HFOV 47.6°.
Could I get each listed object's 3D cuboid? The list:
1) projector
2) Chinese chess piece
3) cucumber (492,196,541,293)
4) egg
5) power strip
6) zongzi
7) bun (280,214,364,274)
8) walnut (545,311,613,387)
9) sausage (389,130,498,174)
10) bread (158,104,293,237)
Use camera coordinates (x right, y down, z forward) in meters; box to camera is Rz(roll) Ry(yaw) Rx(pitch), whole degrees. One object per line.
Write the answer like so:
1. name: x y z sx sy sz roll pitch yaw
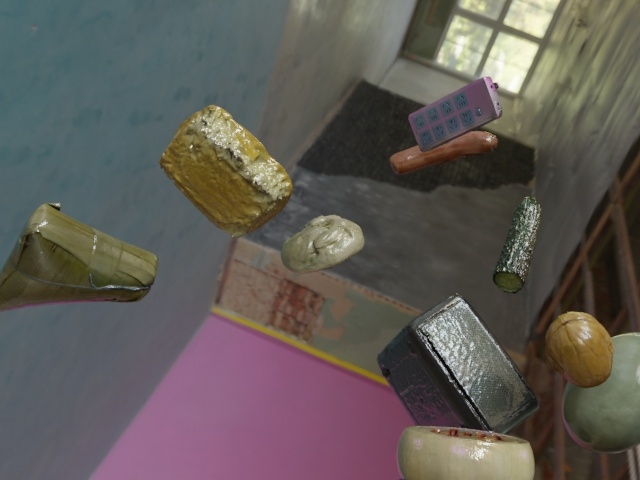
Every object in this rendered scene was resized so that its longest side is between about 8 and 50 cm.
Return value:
1. projector: 0.387 0.419 2.179 0.242 0.405 0.395 -29 165 -21
2. Chinese chess piece: 0.285 0.439 1.442 0.270 0.269 0.112 76 19 -80
3. cucumber: 0.593 -0.001 2.151 0.096 0.096 0.359 107 10 -49
4. egg: 0.796 0.405 1.931 0.352 0.258 0.258 -51 176 7
5. power strip: 0.342 -0.319 1.858 0.037 0.109 0.278 -18 177 -43
6. zongzi: -0.420 0.082 1.206 0.256 0.228 0.115 -50 -148 20
7. bun: 0.000 0.000 1.942 0.210 0.237 0.116 -66 140 -66
8. walnut: 0.634 0.270 1.774 0.207 0.159 0.159 57 42 -31
9. sausage: 0.371 -0.270 2.201 0.087 0.326 0.079 -94 166 -49
10. bread: -0.176 -0.121 1.346 0.174 0.245 0.121 -39 -166 35
